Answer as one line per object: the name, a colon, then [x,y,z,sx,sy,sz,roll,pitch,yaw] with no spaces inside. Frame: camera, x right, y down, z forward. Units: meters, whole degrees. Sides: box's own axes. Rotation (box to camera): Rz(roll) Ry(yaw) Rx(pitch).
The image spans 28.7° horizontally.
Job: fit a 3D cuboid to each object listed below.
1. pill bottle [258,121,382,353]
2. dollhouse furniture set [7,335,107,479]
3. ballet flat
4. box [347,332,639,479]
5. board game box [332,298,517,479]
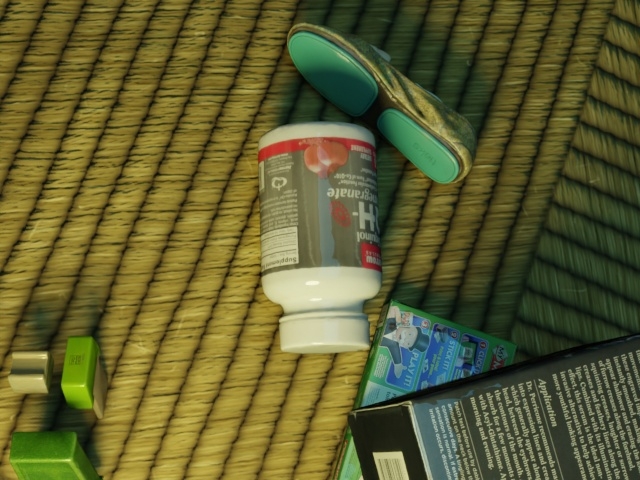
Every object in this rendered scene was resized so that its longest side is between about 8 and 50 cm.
pill bottle: [0.000,0.000,1.816,0.176,0.176,0.319,0,79,-14]
dollhouse furniture set: [-0.454,0.242,1.715,0.301,0.151,0.198,-1,58,3]
ballet flat: [0.102,-0.227,1.930,0.348,0.123,0.123,39,73,-3]
box: [0.280,0.278,1.722,0.395,0.293,0.212,-13,83,-17]
board game box: [0.154,0.272,1.869,0.213,0.046,0.317,21,75,-10]
